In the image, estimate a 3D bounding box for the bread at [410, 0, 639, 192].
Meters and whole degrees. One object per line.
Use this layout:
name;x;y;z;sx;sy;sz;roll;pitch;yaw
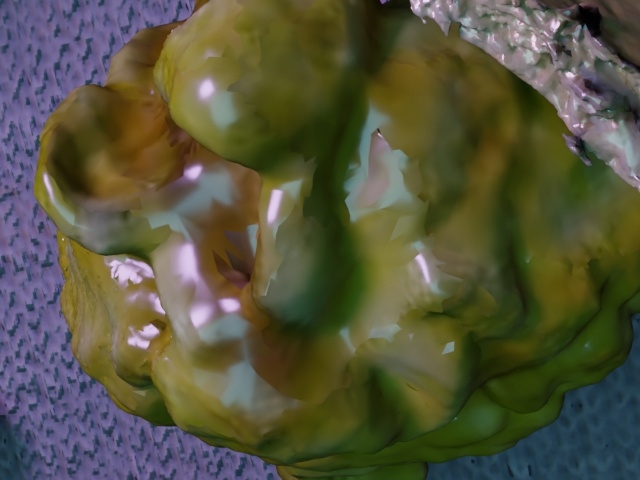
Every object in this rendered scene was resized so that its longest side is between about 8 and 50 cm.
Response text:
bread;0.125;-0.092;0.685;0.251;0.182;0.039;41;130;3

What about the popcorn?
popcorn;0.000;0.000;0.734;0.241;0.235;0.250;33;128;-11
